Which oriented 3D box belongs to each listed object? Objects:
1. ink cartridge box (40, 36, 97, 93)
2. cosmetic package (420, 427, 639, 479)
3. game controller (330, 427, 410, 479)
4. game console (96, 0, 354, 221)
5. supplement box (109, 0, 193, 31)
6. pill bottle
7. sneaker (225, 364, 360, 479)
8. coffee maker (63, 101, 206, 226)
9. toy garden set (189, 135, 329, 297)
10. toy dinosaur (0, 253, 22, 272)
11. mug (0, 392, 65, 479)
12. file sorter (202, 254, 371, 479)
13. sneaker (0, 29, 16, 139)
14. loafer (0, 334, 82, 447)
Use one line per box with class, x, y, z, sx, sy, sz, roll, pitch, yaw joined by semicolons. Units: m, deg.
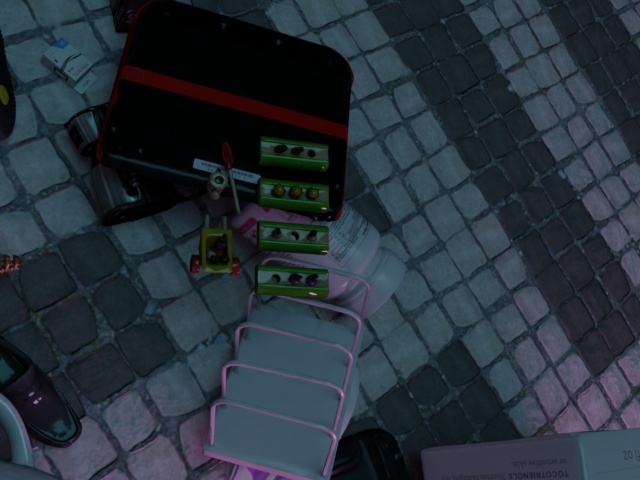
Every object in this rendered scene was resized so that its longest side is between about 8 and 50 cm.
ink cartridge box;-0.412;-0.288;1.314;0.083;0.028;0.048;40;59;-12
cosmetic package;0.407;0.515;1.284;0.330;0.327;0.393;7;70;-39
game controller;0.095;0.481;1.320;0.167;0.067;0.319;-15;80;-17
game console;-0.136;-0.214;1.281;0.387;0.060;0.341;13;62;-14
supplement box;-0.315;-0.491;1.411;0.130;0.073;0.239;-8;78;-31
pill bottle;0.000;0.000;1.363;0.283;0.160;0.160;41;59;-11
sneaker;-0.049;0.284;1.278;0.161;0.102;0.282;36;59;-9
coffee maker;-0.303;-0.129;1.283;0.171;0.120;0.178;-14;80;-56
toy garden set;-0.082;-0.045;1.162;0.204;0.049;0.244;5;72;-17
toy dinosaur;-0.586;-0.023;1.088;0.322;0.164;0.218;24;77;-40
mug;-0.451;0.344;0.937;0.328;0.276;0.373;6;64;-38
file sorter;-0.043;0.189;1.200;0.193;0.173;0.277;14;51;3
sneaker;-0.529;-0.253;1.227;0.082;0.069;0.209;-12;88;2
loafer;-0.422;0.205;1.110;0.223;0.078;0.076;47;58;-7
